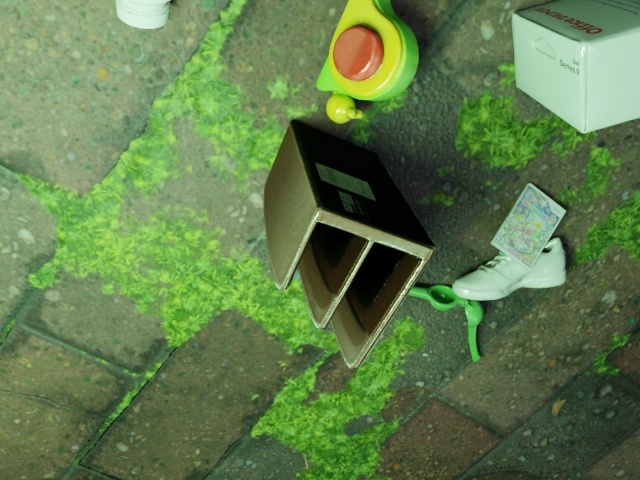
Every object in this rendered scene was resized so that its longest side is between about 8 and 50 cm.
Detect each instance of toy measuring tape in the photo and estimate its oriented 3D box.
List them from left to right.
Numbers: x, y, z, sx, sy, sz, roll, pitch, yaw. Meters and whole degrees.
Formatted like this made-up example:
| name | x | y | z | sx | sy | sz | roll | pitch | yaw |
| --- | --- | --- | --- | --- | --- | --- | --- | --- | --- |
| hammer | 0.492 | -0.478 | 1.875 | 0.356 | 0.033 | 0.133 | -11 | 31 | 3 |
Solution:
| name | x | y | z | sx | sy | sz | roll | pitch | yaw |
| --- | --- | --- | --- | --- | --- | --- | --- | --- | --- |
| toy measuring tape | 0.098 | -0.296 | 0.756 | 0.122 | 0.121 | 0.330 | 18 | 115 | -19 |

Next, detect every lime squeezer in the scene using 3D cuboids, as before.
| name | x | y | z | sx | sy | sz | roll | pitch | yaw |
| --- | --- | --- | --- | --- | --- | --- | --- | --- | --- |
| lime squeezer | 0.226 | 0.124 | 1.066 | 0.310 | 0.058 | 0.110 | 33 | 140 | -26 |

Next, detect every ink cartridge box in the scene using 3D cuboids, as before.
| name | x | y | z | sx | sy | sz | roll | pitch | yaw |
| --- | --- | --- | --- | --- | --- | --- | --- | --- | --- |
| ink cartridge box | 0.435 | -0.268 | 0.779 | 0.290 | 0.211 | 0.121 | -15 | 122 | 1 |

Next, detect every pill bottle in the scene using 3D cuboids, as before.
| name | x | y | z | sx | sy | sz | roll | pitch | yaw |
| --- | --- | --- | --- | --- | --- | --- | --- | --- | --- |
| pill bottle | -0.207 | -0.338 | 0.682 | 0.087 | 0.087 | 0.160 | 6 | 139 | -13 |

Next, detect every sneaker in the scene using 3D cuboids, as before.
| name | x | y | z | sx | sy | sz | roll | pitch | yaw |
| --- | --- | --- | --- | --- | --- | --- | --- | --- | --- |
| sneaker | 0.330 | 0.043 | 1.024 | 0.212 | 0.080 | 0.094 | -11 | 109 | -11 |

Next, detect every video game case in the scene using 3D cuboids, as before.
| name | x | y | z | sx | sy | sz | roll | pitch | yaw |
| --- | --- | --- | --- | --- | --- | --- | --- | --- | --- |
| video game case | 0.353 | -0.023 | 0.984 | 0.087 | 0.011 | 0.122 | 34 | 86 | -14 |

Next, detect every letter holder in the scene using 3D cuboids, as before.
| name | x | y | z | sx | sy | sz | roll | pitch | yaw |
| --- | --- | --- | --- | --- | --- | --- | --- | --- | --- |
| letter holder | 0.000 | 0.000 | 0.803 | 0.152 | 0.301 | 0.214 | 19 | 115 | -19 |
